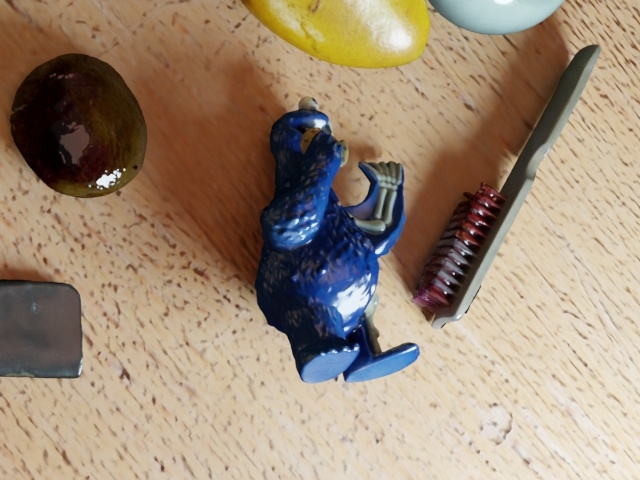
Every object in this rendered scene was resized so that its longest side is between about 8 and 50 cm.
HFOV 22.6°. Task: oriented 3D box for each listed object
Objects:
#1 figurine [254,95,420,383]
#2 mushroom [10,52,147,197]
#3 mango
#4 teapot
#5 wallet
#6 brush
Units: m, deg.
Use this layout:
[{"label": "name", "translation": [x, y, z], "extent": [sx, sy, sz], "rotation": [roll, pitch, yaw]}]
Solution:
[{"label": "figurine", "translation": [-0.004, 0.003, 1.390], "extent": [0.164, 0.120, 0.262], "rotation": [34, 43, -45]}, {"label": "mushroom", "translation": [-0.198, -0.096, 1.338], "extent": [0.123, 0.052, 0.123], "rotation": [6, 77, -29]}, {"label": "mango", "translation": [0.006, -0.232, 1.409], "extent": [0.219, 0.145, 0.112], "rotation": [42, 31, -15]}, {"label": "teapot", "translation": [0.174, -0.287, 1.485], "extent": [0.294, 0.129, 0.193], "rotation": [-26, 118, -35]}, {"label": "wallet", "translation": [-0.267, 0.071, 1.295], "extent": [0.156, 0.018, 0.082], "rotation": [2, 82, -26]}, {"label": "brush", "translation": [0.175, -0.061, 1.516], "extent": [0.050, 0.060, 0.321], "rotation": [34, 69, -7]}]
